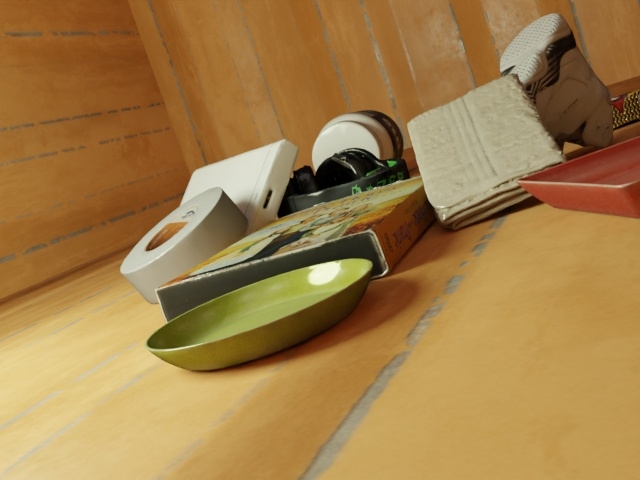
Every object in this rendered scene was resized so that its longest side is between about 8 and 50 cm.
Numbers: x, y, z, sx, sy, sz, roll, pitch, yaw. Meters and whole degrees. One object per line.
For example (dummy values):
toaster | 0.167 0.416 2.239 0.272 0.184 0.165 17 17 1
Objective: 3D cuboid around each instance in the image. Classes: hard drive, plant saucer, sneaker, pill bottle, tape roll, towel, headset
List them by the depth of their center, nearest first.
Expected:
plant saucer | -0.056 0.076 0.771 0.240 0.037 0.241 -19 8 3
plant saucer | 0.377 -0.082 0.817 0.258 0.048 0.259 -19 8 -5
towel | 0.228 -0.129 1.076 0.187 0.049 0.282 -23 35 15
sneaker | 0.358 -0.178 1.257 0.366 0.210 0.137 -58 22 -18
tape roll | -0.229 0.006 1.285 0.219 0.072 0.219 -32 21 14
hard drive | -0.187 -0.056 1.472 0.047 0.233 0.353 29 -20 -29
headset | -0.002 -0.118 1.474 0.243 0.185 0.394 -23 10 -30
sneaker | 0.565 -0.246 1.507 0.185 0.070 0.084 -13 -2 -2
pill bottle | 0.100 -0.237 2.019 0.204 0.204 0.361 -17 8 16

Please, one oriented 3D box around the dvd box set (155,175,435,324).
dvd box set | 0.000 0.000 1.092 0.307 0.062 0.420 -15 8 23

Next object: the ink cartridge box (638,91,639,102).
ink cartridge box | 0.602 -0.234 1.285 0.115 0.067 0.198 -15 7 27
